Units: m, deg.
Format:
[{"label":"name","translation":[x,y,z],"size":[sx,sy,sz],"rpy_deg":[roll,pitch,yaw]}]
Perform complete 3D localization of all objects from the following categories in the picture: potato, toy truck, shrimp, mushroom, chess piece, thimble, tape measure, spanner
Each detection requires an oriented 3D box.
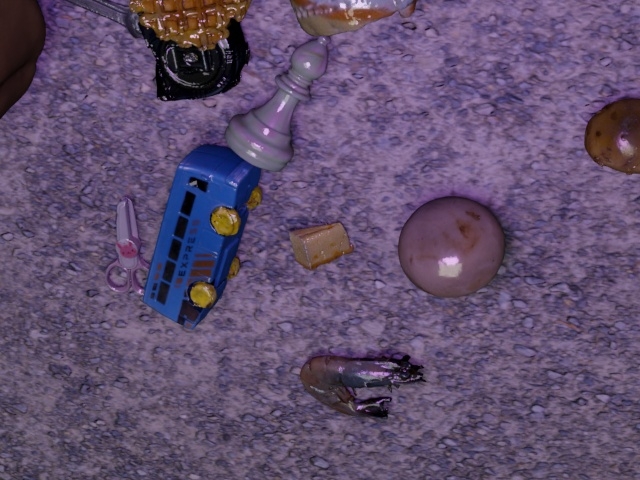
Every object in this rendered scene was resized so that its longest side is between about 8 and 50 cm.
[{"label":"potato","translation":[0.561,-0.185,1.809],"size":[0.176,0.137,0.137],"rpy_deg":[-6,118,13]},{"label":"toy truck","translation":[-0.238,-0.009,2.058],"size":[0.162,0.161,0.384],"rpy_deg":[25,122,7]},{"label":"shrimp","translation":[0.096,0.330,2.233],"size":[0.289,0.075,0.178],"rpy_deg":[-3,126,12]},{"label":"mushroom","translation":[0.257,0.028,1.974],"size":[0.207,0.207,0.215],"rpy_deg":[0,150,12]},{"label":"chess piece","translation":[-0.059,-0.271,1.903],"size":[0.139,0.139,0.271],"rpy_deg":[32,109,-7]},{"label":"thimble","translation":[0.063,-0.453,1.666],"size":[0.254,0.288,0.167],"rpy_deg":[-29,115,-9]},{"label":"tape measure","translation":[-0.232,-0.357,1.886],"size":[0.186,0.112,0.199],"rpy_deg":[-6,119,13]},{"label":"spanner","translation":[-0.463,-0.465,1.926],"size":[0.302,0.017,0.071],"rpy_deg":[22,121,0]}]

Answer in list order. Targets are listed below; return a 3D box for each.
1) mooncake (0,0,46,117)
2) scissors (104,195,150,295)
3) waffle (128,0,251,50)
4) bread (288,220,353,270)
[{"label":"mooncake","translation":[-0.751,-0.385,1.845],"size":[0.467,0.262,0.467],"rpy_deg":[11,134,12]},{"label":"scissors","translation":[-0.411,0.015,2.178],"size":[0.118,0.030,0.242],"rpy_deg":[7,123,7]},{"label":"waffle","translation":[-0.233,-0.470,1.790],"size":[0.245,0.052,0.254],"rpy_deg":[31,86,-8]},{"label":"bread","translation":[0.000,0.000,2.093],"size":[0.109,0.080,0.084],"rpy_deg":[-25,116,-15]}]
